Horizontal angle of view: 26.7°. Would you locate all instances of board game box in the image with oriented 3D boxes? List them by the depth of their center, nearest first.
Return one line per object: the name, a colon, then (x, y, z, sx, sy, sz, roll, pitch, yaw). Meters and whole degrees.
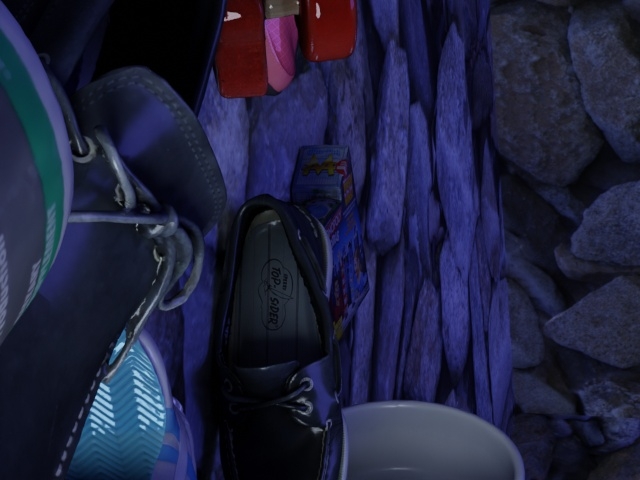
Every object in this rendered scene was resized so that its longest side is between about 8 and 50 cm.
board game box: (0.000, 0.000, 1.501, 0.194, 0.060, 0.194, -52, 139, -66)

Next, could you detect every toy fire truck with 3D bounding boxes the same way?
toy fire truck: (-0.082, -0.266, 1.050, 0.254, 0.169, 0.302, -113, -164, -64)

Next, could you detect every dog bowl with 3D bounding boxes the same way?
dog bowl: (0.082, 0.280, 1.426, 0.265, 0.265, 0.104, -61, 151, -60)

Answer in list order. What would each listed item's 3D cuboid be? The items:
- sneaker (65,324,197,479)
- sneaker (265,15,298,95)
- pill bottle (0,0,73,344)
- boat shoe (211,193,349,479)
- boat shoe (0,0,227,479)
sneaker: (-0.138, 0.136, 0.968, 0.092, 0.087, 0.228, -82, 172, -51)
sneaker: (-0.020, -0.293, 1.262, 0.116, 0.136, 0.314, 7, 84, -74)
pill bottle: (-0.227, 0.047, 0.381, 0.361, 0.204, 0.204, -66, 153, -54)
boat shoe: (-0.042, 0.113, 1.224, 0.113, 0.127, 0.340, 55, 36, -63)
boat shoe: (-0.137, -0.025, 0.731, 0.187, 0.156, 0.500, 77, 15, -52)
